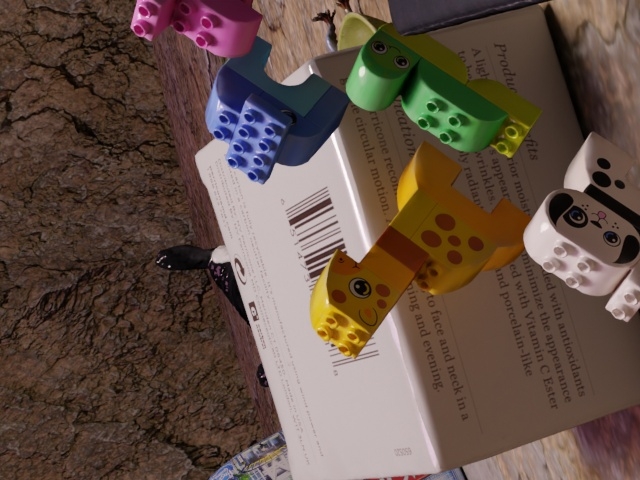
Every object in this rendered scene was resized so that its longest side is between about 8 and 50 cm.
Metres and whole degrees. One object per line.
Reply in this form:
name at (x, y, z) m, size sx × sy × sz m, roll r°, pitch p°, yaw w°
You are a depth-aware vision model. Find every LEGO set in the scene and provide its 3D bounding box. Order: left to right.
LEGO set at (0.016, -0.021, 0.546) m, size 0.227 × 0.093 × 0.087 m, roll 34°, pitch 143°, yaw 6°

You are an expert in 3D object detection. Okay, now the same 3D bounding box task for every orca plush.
orca plush at (-0.037, 0.056, 1.158) m, size 0.287 × 0.102 × 0.151 m, roll 17°, pitch 158°, yaw 42°

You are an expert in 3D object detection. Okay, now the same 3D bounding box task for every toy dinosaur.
toy dinosaur at (0.029, -0.127, 1.021) m, size 0.090 × 0.047 × 0.082 m, roll -1°, pitch -117°, yaw -64°

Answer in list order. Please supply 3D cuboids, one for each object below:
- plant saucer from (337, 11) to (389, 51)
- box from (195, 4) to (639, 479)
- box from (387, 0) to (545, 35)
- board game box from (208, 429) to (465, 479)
plant saucer at (0.064, -0.024, 0.908) m, size 0.241 × 0.037 × 0.241 m, roll 163°, pitch 90°, yaw -81°
box at (0.042, 0.010, 0.703) m, size 0.182 × 0.119 × 0.181 m, roll -28°, pitch 79°, yaw 67°
box at (0.071, -0.142, 0.378) m, size 0.207 × 0.108 × 0.153 m, roll -149°, pitch 44°, yaw -79°
board game box at (0.038, 0.205, 1.137) m, size 0.194 × 0.194 × 0.060 m, roll 49°, pitch 158°, yaw 39°
